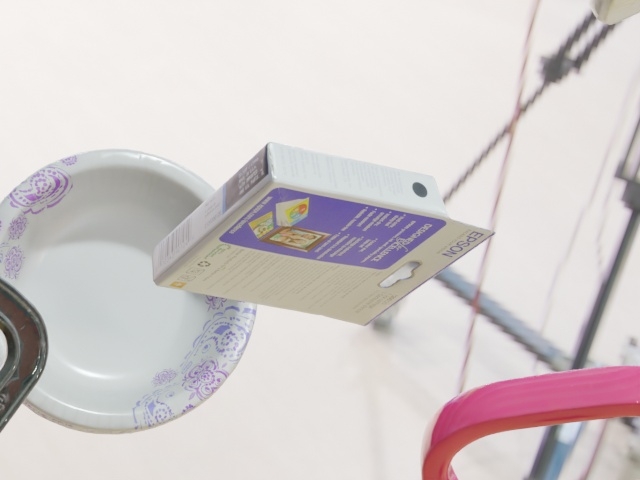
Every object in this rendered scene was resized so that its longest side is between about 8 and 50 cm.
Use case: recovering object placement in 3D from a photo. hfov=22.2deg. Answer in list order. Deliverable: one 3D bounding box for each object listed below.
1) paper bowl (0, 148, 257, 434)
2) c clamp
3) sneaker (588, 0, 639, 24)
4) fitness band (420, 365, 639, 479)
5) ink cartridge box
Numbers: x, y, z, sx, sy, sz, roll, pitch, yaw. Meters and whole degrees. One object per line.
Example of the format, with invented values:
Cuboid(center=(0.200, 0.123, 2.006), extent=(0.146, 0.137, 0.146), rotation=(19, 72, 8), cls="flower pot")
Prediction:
Cuboid(center=(-0.213, 0.056, 1.669), extent=(0.284, 0.284, 0.148), rotation=(10, -9, -10), cls="paper bowl")
Cuboid(center=(-0.222, 0.064, 0.935), extent=(0.022, 0.160, 0.137), rotation=(5, -31, 46), cls="c clamp")
Cuboid(center=(0.198, -0.219, 0.942), extent=(0.080, 0.212, 0.094), rotation=(-19, 63, -26), cls="sneaker")
Cuboid(center=(0.235, 0.195, 1.479), extent=(0.291, 0.209, 0.054), rotation=(-10, 44, 15), cls="fitness band")
Cuboid(center=(0.000, 0.000, 1.330), extent=(0.208, 0.206, 0.045), rotation=(13, 59, -28), cls="ink cartridge box")
